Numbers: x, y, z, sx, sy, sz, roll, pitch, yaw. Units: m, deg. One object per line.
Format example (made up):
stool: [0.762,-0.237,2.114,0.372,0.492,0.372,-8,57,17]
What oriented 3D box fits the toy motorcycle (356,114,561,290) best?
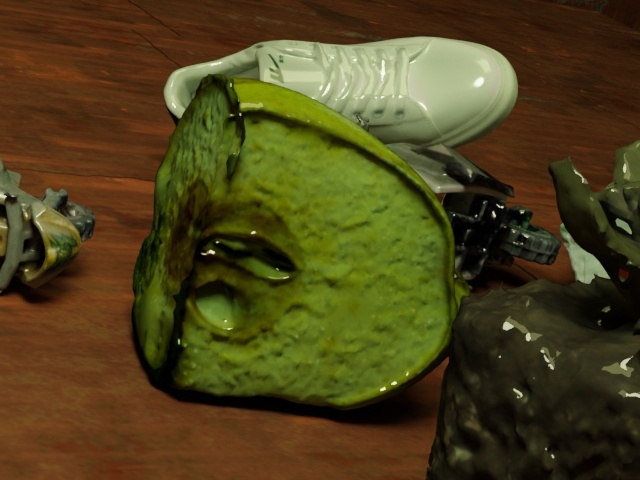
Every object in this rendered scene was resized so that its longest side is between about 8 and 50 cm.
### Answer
toy motorcycle: [0.096,-0.035,1.677,0.188,0.143,0.327,31,15,38]

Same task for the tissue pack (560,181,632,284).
tissue pack: [0.402,-0.023,1.791,0.228,0.128,0.311,-15,4,23]

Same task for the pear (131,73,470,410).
pear: [0.000,0.000,1.317,0.255,0.238,0.164,9,13,-18]

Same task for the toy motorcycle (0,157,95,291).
toy motorcycle: [-0.287,-0.016,1.350,0.229,0.094,0.130,4,22,-20]

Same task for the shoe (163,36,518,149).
shoe: [0.011,-0.157,1.731,0.363,0.132,0.160,-8,-19,20]

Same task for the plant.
plant: [0.208,0.084,1.134,0.213,0.312,0.215,32,19,31]
